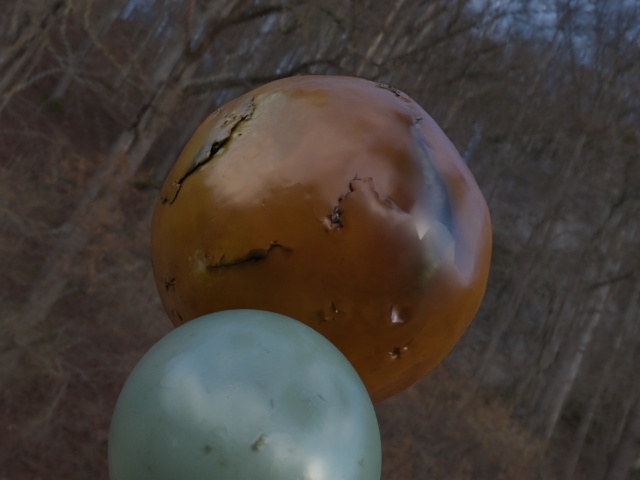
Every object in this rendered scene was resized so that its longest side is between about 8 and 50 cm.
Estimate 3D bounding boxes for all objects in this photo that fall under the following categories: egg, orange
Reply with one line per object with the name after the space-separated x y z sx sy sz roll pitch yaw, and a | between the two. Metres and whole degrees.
-0.041 0.115 0.572 0.149 0.149 0.192 32 9 -14 | egg
0.000 0.000 0.748 0.246 0.246 0.246 22 -24 10 | orange
